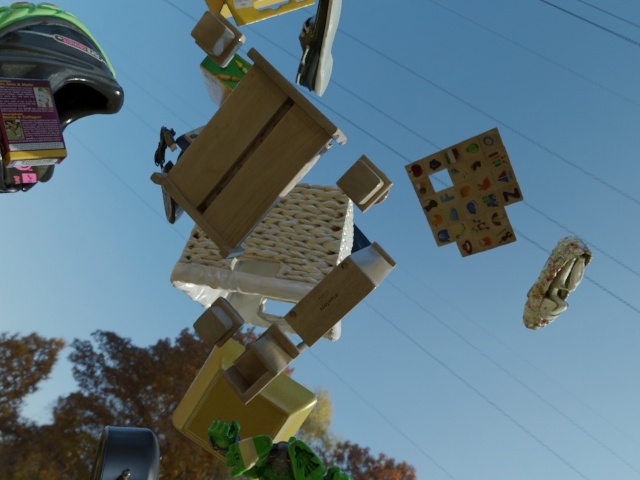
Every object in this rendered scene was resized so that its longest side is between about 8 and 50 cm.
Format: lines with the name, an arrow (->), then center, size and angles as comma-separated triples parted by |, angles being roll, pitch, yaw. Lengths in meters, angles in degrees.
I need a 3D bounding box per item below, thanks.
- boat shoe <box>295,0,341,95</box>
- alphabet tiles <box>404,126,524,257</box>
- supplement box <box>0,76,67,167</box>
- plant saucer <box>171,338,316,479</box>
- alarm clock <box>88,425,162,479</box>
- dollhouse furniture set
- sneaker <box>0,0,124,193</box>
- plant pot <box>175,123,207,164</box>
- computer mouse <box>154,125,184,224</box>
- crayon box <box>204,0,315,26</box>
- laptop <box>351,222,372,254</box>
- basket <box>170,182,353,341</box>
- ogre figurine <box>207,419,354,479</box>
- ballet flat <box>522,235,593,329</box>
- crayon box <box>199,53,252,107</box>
boat shoe -> -0.014, -0.497, 1.103 | 0.091, 0.115, 0.303 | 21, -34, 4
alphabet tiles -> 0.313, -0.087, 0.921 | 0.198, 0.009, 0.238 | -20, -79, 26
supplement box -> -0.309, -0.123, 0.462 | 0.043, 0.054, 0.084 | -8, -85, 48
plant saucer -> -0.232, 0.496, 1.239 | 0.332, 0.081, 0.333 | 33, -79, 2
alarm clock -> -0.203, 0.252, 0.441 | 0.192, 0.064, 0.130 | -7, -110, 61
dollhouse furniture set -> -0.084, -0.039, 0.575 | 0.303, 0.173, 0.355 | -45, -99, 13
sneaker -> -0.468, -0.140, 0.570 | 0.202, 0.483, 0.185 | 45, -28, -7
plant pot -> -0.290, -0.226, 1.321 | 0.236, 0.235, 0.212 | 45, -32, 19
computer mouse -> -0.407, -0.189, 1.230 | 0.184, 0.060, 0.262 | -51, -128, 48
crayon box -> -0.175, -0.598, 0.901 | 0.083, 0.203, 0.323 | -10, -71, 62
laptop -> 0.000, 0.000, 1.320 | 0.136, 0.264, 0.234 | -43, -97, 29
basket -> -0.098, 0.046, 0.991 | 0.327, 0.267, 0.331 | 9, -21, 9
ogre figurine -> -0.053, 0.311, 0.599 | 0.196, 0.097, 0.118 | 0, -43, 2
ballet flat -> 0.521, 0.106, 0.968 | 0.077, 0.091, 0.241 | -116, -143, -66
crayon box -> -0.150, -0.328, 1.068 | 0.278, 0.081, 0.165 | 37, -11, 1
